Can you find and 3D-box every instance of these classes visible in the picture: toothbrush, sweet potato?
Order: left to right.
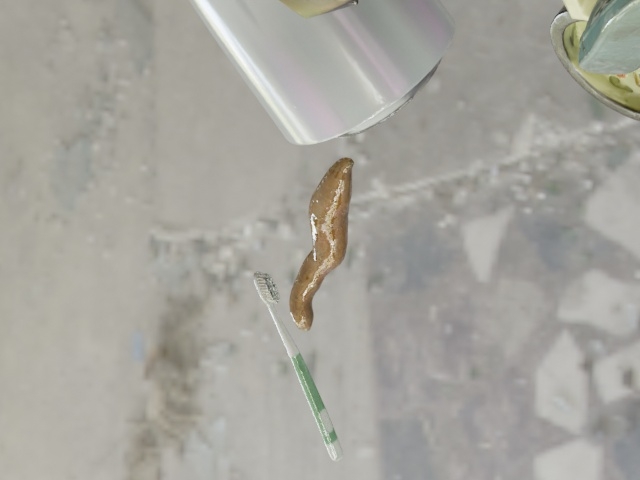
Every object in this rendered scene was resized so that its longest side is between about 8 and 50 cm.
[{"bbox_3d":[-0.023,0.146,2.054,0.024,0.018,0.257,5,124,47],"label":"toothbrush"},{"bbox_3d":[0.004,0.000,1.517,0.044,0.044,0.179,56,142,42],"label":"sweet potato"}]

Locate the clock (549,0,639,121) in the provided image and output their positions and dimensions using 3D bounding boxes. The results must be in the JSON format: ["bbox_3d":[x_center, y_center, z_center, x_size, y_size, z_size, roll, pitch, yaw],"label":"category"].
[{"bbox_3d":[0.322,-0.237,1.711,0.276,0.379,0.120,27,71,34],"label":"clock"}]

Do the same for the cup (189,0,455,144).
[{"bbox_3d":[-0.028,-0.318,2.144,0.253,0.371,0.253,-31,23,15],"label":"cup"}]

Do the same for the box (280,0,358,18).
[{"bbox_3d":[-0.031,-0.354,1.733,0.071,0.159,0.240,-16,59,34],"label":"box"}]

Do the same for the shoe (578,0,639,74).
[{"bbox_3d":[0.272,-0.205,1.553,0.195,0.079,0.078,116,152,-71],"label":"shoe"}]
